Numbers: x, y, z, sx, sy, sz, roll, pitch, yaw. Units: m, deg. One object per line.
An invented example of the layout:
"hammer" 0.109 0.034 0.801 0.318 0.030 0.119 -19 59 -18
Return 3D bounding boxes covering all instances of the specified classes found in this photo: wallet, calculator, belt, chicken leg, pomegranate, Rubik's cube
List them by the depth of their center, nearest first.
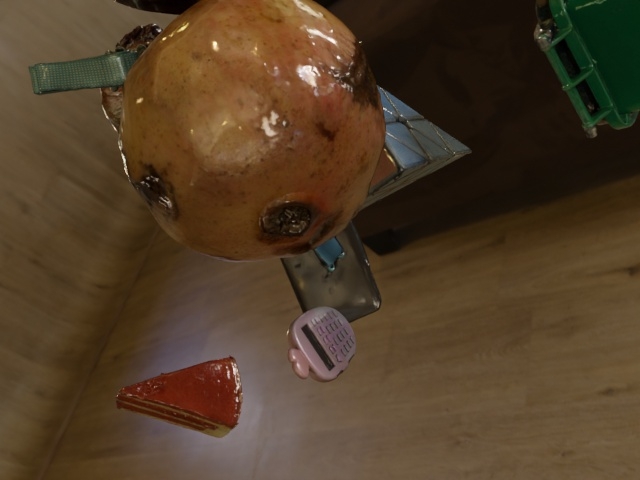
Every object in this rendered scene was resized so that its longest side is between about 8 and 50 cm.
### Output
"pomegranate" -0.077 -0.122 0.777 0.322 0.322 0.322 -36 32 28
"calculator" 0.000 0.151 0.980 0.024 0.103 0.166 -36 -4 33
"belt" -0.335 -0.246 0.985 0.179 0.065 0.100 -1 18 14
"Rubik's cube" 0.096 -0.146 1.124 0.229 0.228 0.233 12 63 28
"calculator" 0.000 0.000 1.496 0.019 0.141 0.094 -13 30 47
"chicken leg" -0.399 -0.320 1.511 0.083 0.178 0.322 -76 10 -74
"wallet" 0.000 0.024 1.575 0.197 0.377 0.051 -23 4 5

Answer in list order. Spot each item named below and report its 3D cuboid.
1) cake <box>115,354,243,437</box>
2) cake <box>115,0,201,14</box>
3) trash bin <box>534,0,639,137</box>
"cake" -0.303 0.376 1.484 0.159 0.262 0.158 67 151 20
"cake" -0.202 -0.414 0.883 0.185 0.208 0.178 -91 12 -53
"trash bin" 0.506 -0.324 0.887 0.381 0.259 0.295 -8 39 51
